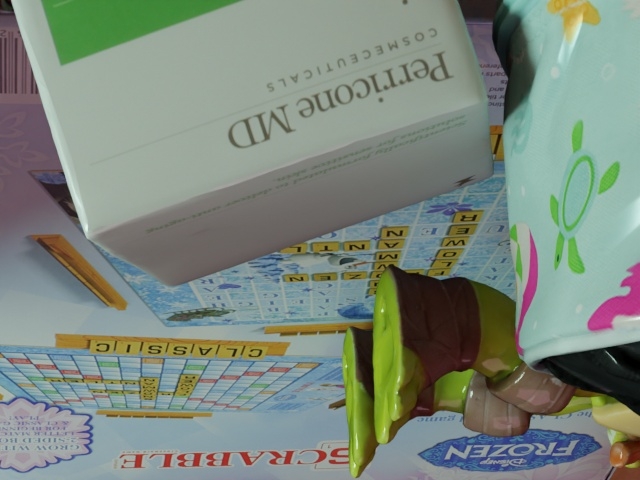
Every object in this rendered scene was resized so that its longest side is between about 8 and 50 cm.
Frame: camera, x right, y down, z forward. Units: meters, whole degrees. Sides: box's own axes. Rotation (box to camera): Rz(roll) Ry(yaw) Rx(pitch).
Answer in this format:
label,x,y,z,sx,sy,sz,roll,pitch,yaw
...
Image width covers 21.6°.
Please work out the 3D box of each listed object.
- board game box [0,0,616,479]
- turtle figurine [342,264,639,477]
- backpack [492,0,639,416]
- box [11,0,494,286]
label,x,y,z,sx,sy,sz,roll,pitch,yaw
board game box,0.000,0.000,0.646,0.318,0.066,0.318,0,144,-11
turtle figurine,0.124,0.048,0.590,0.217,0.087,0.269,4,174,-9
backpack,0.166,-0.034,0.396,0.253,0.191,0.225,-9,171,11
box,-0.016,-0.048,0.428,0.101,0.087,0.102,-19,171,3
